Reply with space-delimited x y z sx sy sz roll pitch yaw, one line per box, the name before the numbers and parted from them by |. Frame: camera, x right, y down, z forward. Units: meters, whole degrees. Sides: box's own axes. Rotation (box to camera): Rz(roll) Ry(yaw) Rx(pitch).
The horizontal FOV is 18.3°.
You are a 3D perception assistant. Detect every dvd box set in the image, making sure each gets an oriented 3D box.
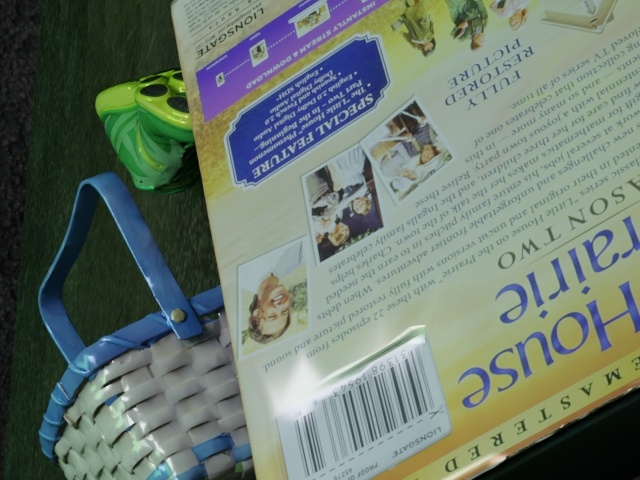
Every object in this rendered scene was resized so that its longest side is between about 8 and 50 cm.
dvd box set | 0.082 -0.052 1.001 0.308 0.062 0.420 -32 44 19

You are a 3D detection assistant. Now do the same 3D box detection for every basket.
basket | -0.151 0.113 1.712 0.289 0.201 0.255 56 151 14

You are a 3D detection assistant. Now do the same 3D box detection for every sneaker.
sneaker | -0.141 -0.111 1.996 0.295 0.109 0.123 5 114 71
